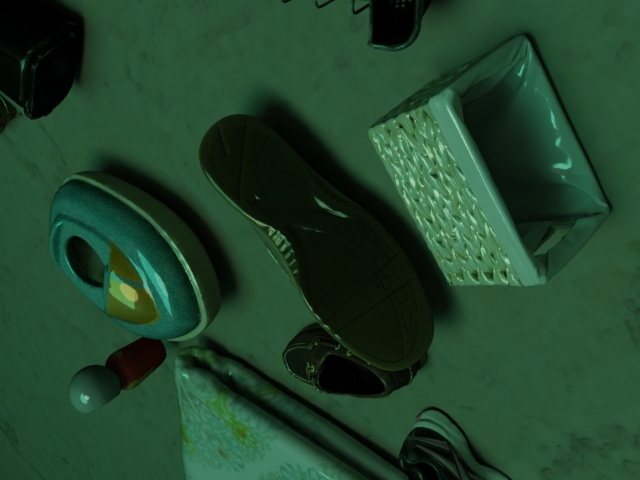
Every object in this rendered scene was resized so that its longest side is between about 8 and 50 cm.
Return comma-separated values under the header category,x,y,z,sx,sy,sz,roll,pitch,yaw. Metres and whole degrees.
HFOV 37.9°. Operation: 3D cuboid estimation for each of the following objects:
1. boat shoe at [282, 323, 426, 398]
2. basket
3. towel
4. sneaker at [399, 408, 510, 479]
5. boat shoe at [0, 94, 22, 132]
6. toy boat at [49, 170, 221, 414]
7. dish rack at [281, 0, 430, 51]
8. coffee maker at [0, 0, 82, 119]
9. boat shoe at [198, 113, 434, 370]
category,x,y,z,sx,sy,sz,roll,pitch,yaw
boat shoe,0.020,0.137,1.039,0.207,0.073,0.073,-11,114,50
basket,0.131,-0.056,0.735,0.103,0.113,0.167,-10,113,53
towel,-0.045,0.339,1.264,0.374,0.090,0.321,28,134,26
sneaker,0.151,0.276,1.018,0.178,0.077,0.072,44,143,7
boat shoe,-0.468,-0.171,1.279,0.178,0.060,0.064,-14,110,50
toy boat,-0.253,0.083,1.185,0.267,0.148,0.318,31,131,25
dish rack,-0.034,-0.274,0.724,0.271,0.074,0.208,15,129,22
coffee maker,-0.374,-0.242,1.058,0.178,0.120,0.171,30,160,9
boat shoe,0.000,0.000,0.934,0.302,0.109,0.098,47,-178,4
